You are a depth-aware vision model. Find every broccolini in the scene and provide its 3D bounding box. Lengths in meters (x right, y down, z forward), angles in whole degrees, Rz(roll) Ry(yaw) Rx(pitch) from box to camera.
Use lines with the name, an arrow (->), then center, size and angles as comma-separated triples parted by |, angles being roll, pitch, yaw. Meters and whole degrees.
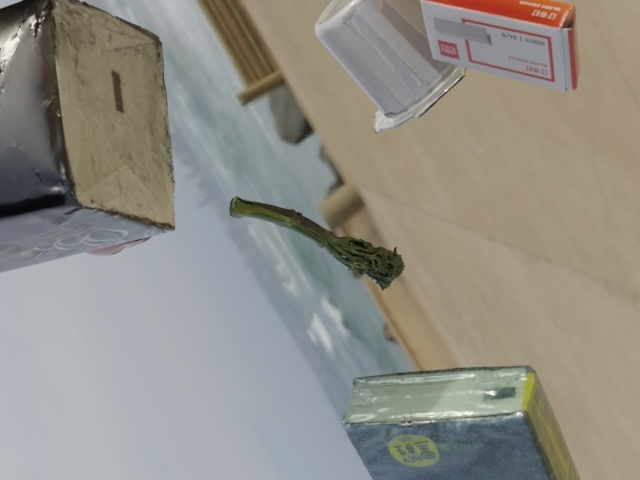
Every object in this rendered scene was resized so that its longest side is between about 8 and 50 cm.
broccolini -> 0.000, 0.000, 1.185 | 0.239, 0.054, 0.051 | 23, 170, -36

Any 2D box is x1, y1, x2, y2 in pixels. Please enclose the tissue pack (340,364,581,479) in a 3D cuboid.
tissue pack -> 0.155, 0.231, 1.060 | 0.257, 0.185, 0.081 | 62, -147, -35

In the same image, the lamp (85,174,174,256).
lamp -> -0.276, -0.075, 1.342 | 0.187, 0.188, 0.164 | 58, 171, 10

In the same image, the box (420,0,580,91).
box -> 0.255, -0.287, 1.499 | 0.229, 0.050, 0.123 | 20, 152, 29

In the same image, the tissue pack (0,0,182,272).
tissue pack -> -0.331, -0.081, 1.004 | 0.198, 0.370, 0.209 | 24, -123, -62

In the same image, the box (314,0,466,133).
box -> 0.134, -0.352, 1.752 | 0.206, 0.291, 0.262 | 43, 158, -18
